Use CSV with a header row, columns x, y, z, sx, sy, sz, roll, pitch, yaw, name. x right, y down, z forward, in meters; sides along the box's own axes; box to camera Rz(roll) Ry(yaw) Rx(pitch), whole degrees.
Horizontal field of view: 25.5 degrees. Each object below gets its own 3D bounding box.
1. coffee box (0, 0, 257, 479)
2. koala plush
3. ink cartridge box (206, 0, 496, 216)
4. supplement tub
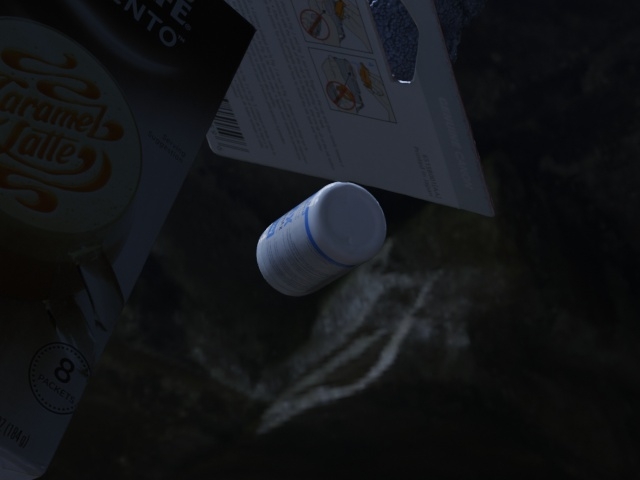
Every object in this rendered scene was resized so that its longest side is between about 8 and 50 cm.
x,y,z,sx,sy,sz,roll,pitch,yaw,name
-0.144,-0.032,0.599,0.141,0.247,0.098,39,-38,-24,coffee box
0.108,-0.271,1.294,0.196,0.203,0.221,25,-44,-18,koala plush
-0.011,-0.153,0.840,0.239,0.060,0.275,14,-40,37,ink cartridge box
0.000,0.000,1.175,0.071,0.071,0.107,17,-26,-26,supplement tub
